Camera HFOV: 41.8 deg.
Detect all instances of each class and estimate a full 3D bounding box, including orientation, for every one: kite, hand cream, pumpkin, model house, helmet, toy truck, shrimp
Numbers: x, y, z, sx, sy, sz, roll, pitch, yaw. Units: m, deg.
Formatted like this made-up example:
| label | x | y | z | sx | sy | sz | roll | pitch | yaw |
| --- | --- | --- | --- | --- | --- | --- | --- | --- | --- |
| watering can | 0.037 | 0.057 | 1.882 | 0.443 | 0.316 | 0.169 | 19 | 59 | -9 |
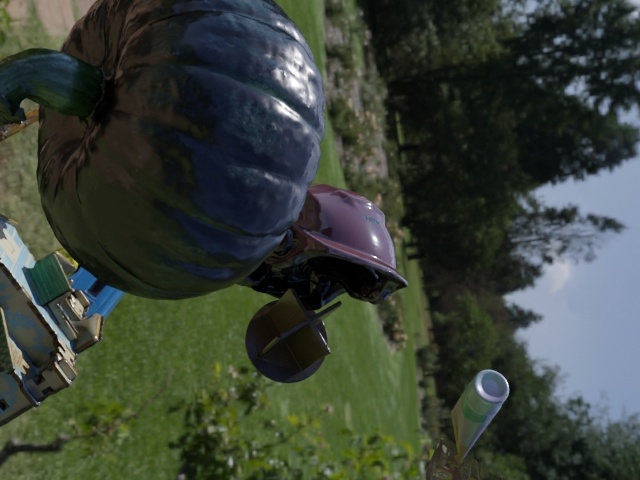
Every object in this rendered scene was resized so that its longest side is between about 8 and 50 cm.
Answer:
| label | x | y | z | sx | sy | sz | roll | pitch | yaw |
| --- | --- | --- | --- | --- | --- | --- | --- | --- | --- |
| kite | 0.296 | 0.468 | 1.580 | 0.015 | 0.245 | 0.141 | 11 | 89 | -43 |
| hand cream | 0.198 | 0.226 | 1.092 | 0.174 | 0.047 | 0.076 | 102 | -13 | -57 |
| pumpkin | -0.131 | -0.086 | 0.609 | 0.248 | 0.248 | 0.248 | -8 | 90 | -83 |
| model house | -0.381 | 0.067 | 0.987 | 0.206 | 0.178 | 0.271 | 58 | 3 | -20 |
| helmet | 0.000 | 0.000 | 1.487 | 0.271 | 0.338 | 0.197 | 23 | 62 | -39 |
| toy truck | -0.451 | 0.033 | 1.777 | 0.385 | 0.162 | 0.161 | -57 | -175 | -35 |
| shrimp | -0.533 | -0.187 | 1.407 | 0.262 | 0.198 | 0.051 | 4 | -61 | 57 |

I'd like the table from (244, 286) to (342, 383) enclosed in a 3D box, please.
| label | x | y | z | sx | sy | sz | roll | pitch | yaw |
| --- | --- | --- | --- | --- | --- | --- | --- | --- | --- |
| table | -0.042 | 0.168 | 1.551 | 0.226 | 0.167 | 0.167 | 129 | -43 | -69 |
